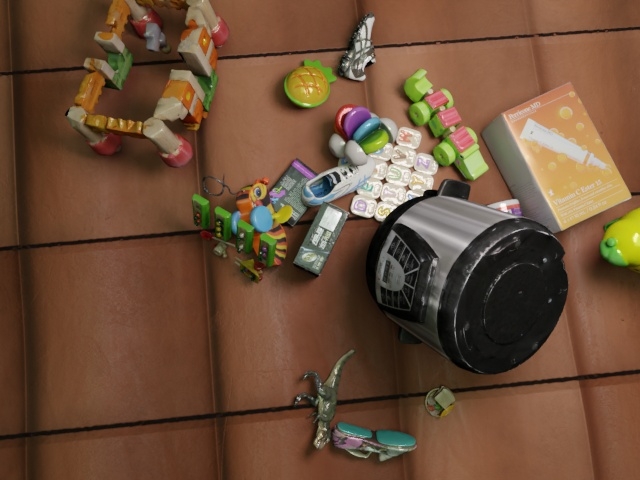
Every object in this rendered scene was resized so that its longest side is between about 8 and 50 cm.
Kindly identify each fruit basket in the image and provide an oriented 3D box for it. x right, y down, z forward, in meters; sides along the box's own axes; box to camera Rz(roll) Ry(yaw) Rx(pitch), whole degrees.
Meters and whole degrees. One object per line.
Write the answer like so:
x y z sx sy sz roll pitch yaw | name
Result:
0.891 0.004 1.312 0.392 0.392 0.283 -38 87 -6 | fruit basket

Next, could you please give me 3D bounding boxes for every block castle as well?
-0.438 -0.435 1.396 0.303 0.213 0.453 11 77 11 | block castle

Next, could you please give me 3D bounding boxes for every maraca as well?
-0.028 -0.442 1.466 0.127 0.099 0.185 33 58 -4 | maraca

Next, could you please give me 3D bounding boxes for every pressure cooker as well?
0.317 0.084 1.270 0.370 0.420 0.375 -39 120 -12 | pressure cooker

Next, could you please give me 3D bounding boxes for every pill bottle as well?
0.511 -0.008 1.429 0.108 0.108 0.193 -12 85 -3 | pill bottle

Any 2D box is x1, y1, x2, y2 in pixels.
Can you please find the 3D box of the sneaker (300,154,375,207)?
0.054 -0.165 1.416 0.237 0.086 0.085 -31 83 -14 | sneaker

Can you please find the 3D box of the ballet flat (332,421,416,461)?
0.139 0.539 1.380 0.221 0.077 0.079 9 102 4 | ballet flat

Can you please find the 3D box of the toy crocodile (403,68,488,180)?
0.350 -0.320 1.450 0.115 0.105 0.340 -30 86 -15 | toy crocodile

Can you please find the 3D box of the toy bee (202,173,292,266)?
-0.159 -0.085 1.377 0.195 0.298 0.162 10 45 22 | toy bee

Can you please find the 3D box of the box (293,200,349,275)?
0.000 0.000 1.390 0.077 0.147 0.180 26 84 1 | box

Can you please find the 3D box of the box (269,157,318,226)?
-0.072 -0.134 1.461 0.116 0.029 0.162 39 83 2 | box

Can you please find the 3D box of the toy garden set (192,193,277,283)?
-0.237 0.011 1.363 0.244 0.204 0.049 29 57 9 | toy garden set

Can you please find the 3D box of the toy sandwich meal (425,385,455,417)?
0.325 0.438 1.412 0.085 0.029 0.085 0 84 -2 | toy sandwich meal

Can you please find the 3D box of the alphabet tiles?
0.187 -0.193 1.481 0.278 0.021 0.284 17 84 0 | alphabet tiles

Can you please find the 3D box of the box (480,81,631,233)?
0.631 -0.212 1.425 0.215 0.168 0.345 -25 85 -4 | box

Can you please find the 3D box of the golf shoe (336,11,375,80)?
0.124 -0.550 1.498 0.094 0.077 0.198 24 90 -10 | golf shoe

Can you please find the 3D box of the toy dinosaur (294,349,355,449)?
0.001 0.407 1.392 0.118 0.064 0.268 17 77 -1 | toy dinosaur

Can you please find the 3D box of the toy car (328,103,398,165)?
0.102 -0.296 1.390 0.159 0.182 0.136 -38 127 -11 | toy car
